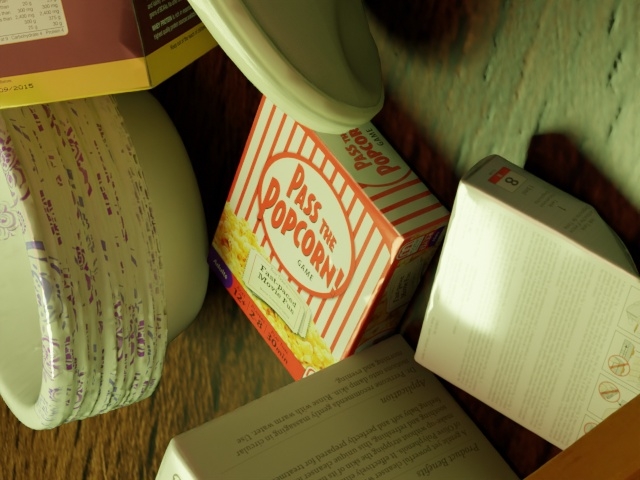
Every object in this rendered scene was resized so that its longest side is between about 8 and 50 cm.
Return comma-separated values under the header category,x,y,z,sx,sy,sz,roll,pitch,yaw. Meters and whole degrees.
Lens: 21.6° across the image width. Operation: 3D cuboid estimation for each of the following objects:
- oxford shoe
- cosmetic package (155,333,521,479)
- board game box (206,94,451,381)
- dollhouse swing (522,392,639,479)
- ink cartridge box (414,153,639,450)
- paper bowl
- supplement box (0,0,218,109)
category,x,y,z,sx,sy,sz,roll,pitch,yaw
oxford shoe,-0.049,-0.277,0.942,0.130,0.169,0.449,-19,95,21
cosmetic package,0.067,0.260,1.034,0.365,0.197,0.155,53,144,24
board game box,0.000,0.000,1.112,0.147,0.045,0.193,51,143,24
dollhouse swing,0.249,0.158,0.649,0.347,0.315,0.305,48,163,28
ink cartridge box,0.148,0.051,0.955,0.179,0.045,0.145,29,133,20
paper bowl,-0.184,-0.012,1.251,0.284,0.148,0.284,43,141,48
supplement box,-0.148,-0.202,1.041,0.129,0.191,0.194,-6,108,19
